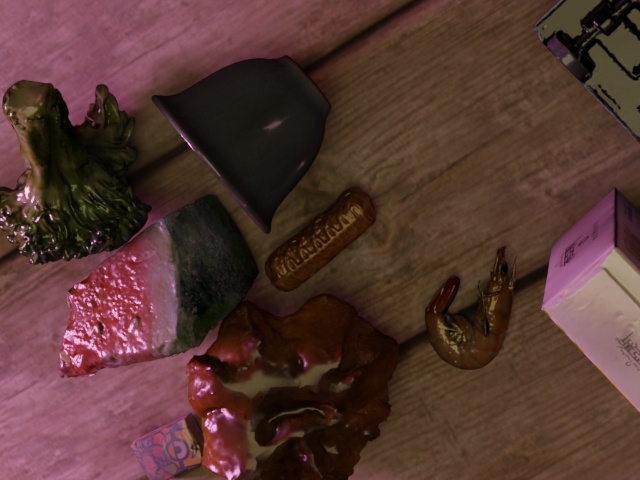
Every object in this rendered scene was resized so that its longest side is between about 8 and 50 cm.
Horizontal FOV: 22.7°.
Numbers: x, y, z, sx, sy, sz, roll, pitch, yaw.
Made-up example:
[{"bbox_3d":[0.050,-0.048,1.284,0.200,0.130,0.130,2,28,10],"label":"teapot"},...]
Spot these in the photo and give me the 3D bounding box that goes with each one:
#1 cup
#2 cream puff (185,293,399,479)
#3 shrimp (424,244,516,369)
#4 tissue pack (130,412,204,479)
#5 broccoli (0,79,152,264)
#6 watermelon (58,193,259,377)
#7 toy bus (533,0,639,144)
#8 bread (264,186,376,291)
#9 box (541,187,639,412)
[{"bbox_3d":[-0.069,-0.128,1.771,0.150,0.199,0.199,-40,95,-2],"label":"cup"},{"bbox_3d":[-0.038,0.188,1.841,0.241,0.155,0.268,7,103,-2],"label":"cream puff"},{"bbox_3d":[0.174,0.073,1.842,0.095,0.045,0.162,23,113,25],"label":"shrimp"},{"bbox_3d":[-0.181,0.256,1.945,0.083,0.035,0.063,-28,97,15],"label":"tissue pack"},{"bbox_3d":[-0.267,-0.100,1.775,0.177,0.198,0.274,36,141,20],"label":"broccoli"},{"bbox_3d":[-0.222,0.071,1.846,0.257,0.193,0.139,-26,98,28],"label":"watermelon"},{"bbox_3d":[0.365,-0.162,1.696,0.125,0.133,0.292,-44,91,11],"label":"toy bus"},{"bbox_3d":[0.000,0.000,1.844,0.157,0.044,0.052,-40,91,16],"label":"bread"},{"bbox_3d":[0.341,0.071,1.691,0.111,0.260,0.194,-43,93,16],"label":"box"}]
